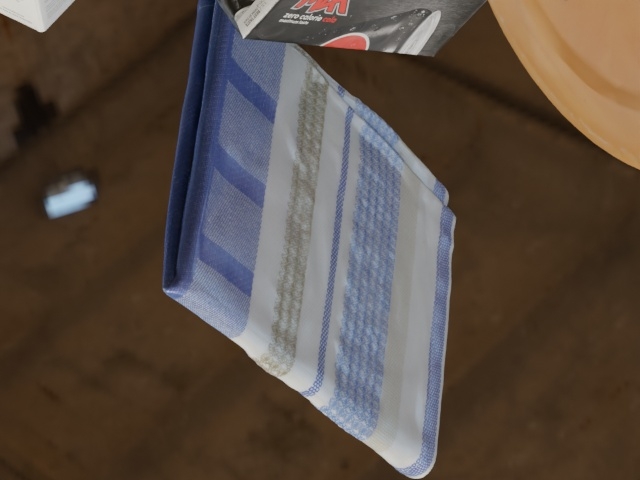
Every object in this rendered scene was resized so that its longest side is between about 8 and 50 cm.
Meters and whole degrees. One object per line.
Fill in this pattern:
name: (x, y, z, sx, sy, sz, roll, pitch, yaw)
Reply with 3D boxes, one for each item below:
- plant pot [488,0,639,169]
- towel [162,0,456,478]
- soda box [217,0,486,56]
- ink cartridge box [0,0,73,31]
plant pot: (0.186, -0.147, 0.695, 0.203, 0.291, 0.291, -23, -138, -25)
towel: (0.000, 0.000, 1.106, 0.034, 0.285, 0.209, -11, -121, 29)
soda box: (0.015, -0.129, 0.906, 0.169, 0.060, 0.053, -3, -126, -55)
ink cartridge box: (-0.215, -0.245, 1.449, 0.056, 0.135, 0.099, 26, -123, 19)
